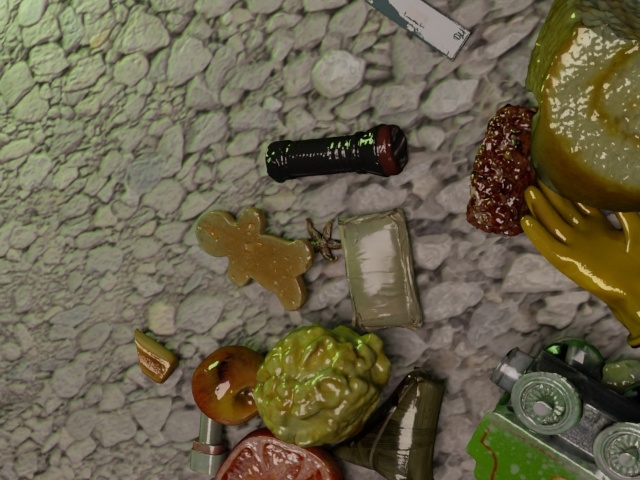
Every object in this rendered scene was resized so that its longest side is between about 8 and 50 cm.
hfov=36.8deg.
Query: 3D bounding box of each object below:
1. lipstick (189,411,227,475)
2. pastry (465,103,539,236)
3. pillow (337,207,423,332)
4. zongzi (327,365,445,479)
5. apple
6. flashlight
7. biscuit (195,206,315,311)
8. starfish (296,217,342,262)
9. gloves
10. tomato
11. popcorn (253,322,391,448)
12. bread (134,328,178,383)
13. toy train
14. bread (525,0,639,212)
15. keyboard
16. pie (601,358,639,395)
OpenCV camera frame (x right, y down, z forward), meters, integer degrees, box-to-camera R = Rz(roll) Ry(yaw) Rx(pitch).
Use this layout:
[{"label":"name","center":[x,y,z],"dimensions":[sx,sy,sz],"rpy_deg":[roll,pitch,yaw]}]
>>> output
[{"label":"lipstick","center":[-0.195,0.326,1.746],"dimensions":[0.063,0.057,0.186],"rpy_deg":[9,96,23]},{"label":"pastry","center":[0.287,-0.109,1.477],"dimensions":[0.097,0.115,0.208],"rpy_deg":[17,106,28]},{"label":"pillow","center":[0.099,0.054,1.592],"dimensions":[0.119,0.053,0.208],"rpy_deg":[-8,98,8]},{"label":"zongzi","center":[0.107,0.296,1.626],"dimensions":[0.204,0.094,0.204],"rpy_deg":[11,94,41]},{"label":"apple","center":[-0.150,0.250,1.663],"dimensions":[0.147,0.146,0.146],"rpy_deg":[3,100,19]},{"label":"flashlight","center":[0.023,-0.141,1.579],"dimensions":[0.232,0.093,0.093],"rpy_deg":[-2,98,25]},{"label":"biscuit","center":[-0.115,0.018,1.665],"dimensions":[0.234,0.030,0.153],"rpy_deg":[24,114,21]},{"label":"starfish","center":[0.000,0.000,1.635],"dimensions":[0.078,0.028,0.091],"rpy_deg":[-37,83,15]},{"label":"gloves","center":[0.414,0.012,1.436],"dimensions":[0.294,0.133,0.116],"rpy_deg":[50,145,3]},{"label":"tomato","center":[-0.066,0.432,1.694],"dimensions":[0.237,0.095,0.236],"rpy_deg":[3,103,16]},{"label":"popcorn","center":[0.006,0.237,1.585],"dimensions":[0.235,0.217,0.181],"rpy_deg":[-36,60,-5]},{"label":"bread","center":[-0.311,0.215,1.767],"dimensions":[0.103,0.049,0.062],"rpy_deg":[32,100,13]},{"label":"toy train","center":[0.376,0.298,1.414],"dimensions":[0.307,0.173,0.248],"rpy_deg":[32,118,15]},{"label":"bread","center":[0.469,-0.167,1.320],"dimensions":[0.395,0.239,0.264],"rpy_deg":[18,117,-4]},{"label":"keyboard","center":[0.154,-0.357,1.529],"dimensions":[0.176,0.014,0.055],"rpy_deg":[37,109,10]},{"label":"pie","center":[0.479,0.329,1.500],"dimensions":[0.306,0.071,0.306],"rpy_deg":[3,99,20]}]
